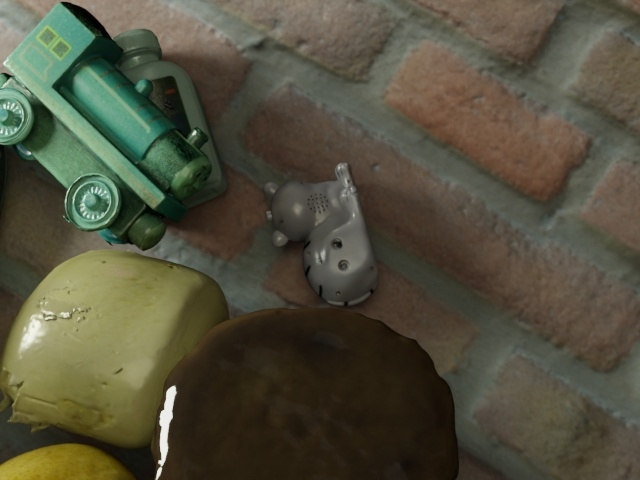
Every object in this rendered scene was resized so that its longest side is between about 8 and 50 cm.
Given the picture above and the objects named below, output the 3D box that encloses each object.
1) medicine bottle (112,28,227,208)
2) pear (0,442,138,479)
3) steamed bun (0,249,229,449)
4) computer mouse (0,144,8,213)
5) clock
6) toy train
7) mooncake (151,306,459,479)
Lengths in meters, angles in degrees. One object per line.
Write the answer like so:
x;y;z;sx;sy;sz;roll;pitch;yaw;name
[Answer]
-0.205;-0.150;1.844;0.121;0.083;0.229;-20;76;5;medicine bottle
-0.291;0.384;1.611;0.314;0.314;0.314;0;77;2;pear
-0.236;0.106;1.690;0.232;0.166;0.273;23;34;12;steamed bun
-0.445;-0.066;1.842;0.126;0.071;0.231;5;85;16;computer mouse
0.000;0.000;1.802;0.117;0.080;0.176;-14;76;-2;clock
-0.265;-0.130;1.757;0.298;0.120;0.194;43;91;16;toy train
-0.017;0.236;1.549;0.324;0.187;0.324;-1;61;2;mooncake
